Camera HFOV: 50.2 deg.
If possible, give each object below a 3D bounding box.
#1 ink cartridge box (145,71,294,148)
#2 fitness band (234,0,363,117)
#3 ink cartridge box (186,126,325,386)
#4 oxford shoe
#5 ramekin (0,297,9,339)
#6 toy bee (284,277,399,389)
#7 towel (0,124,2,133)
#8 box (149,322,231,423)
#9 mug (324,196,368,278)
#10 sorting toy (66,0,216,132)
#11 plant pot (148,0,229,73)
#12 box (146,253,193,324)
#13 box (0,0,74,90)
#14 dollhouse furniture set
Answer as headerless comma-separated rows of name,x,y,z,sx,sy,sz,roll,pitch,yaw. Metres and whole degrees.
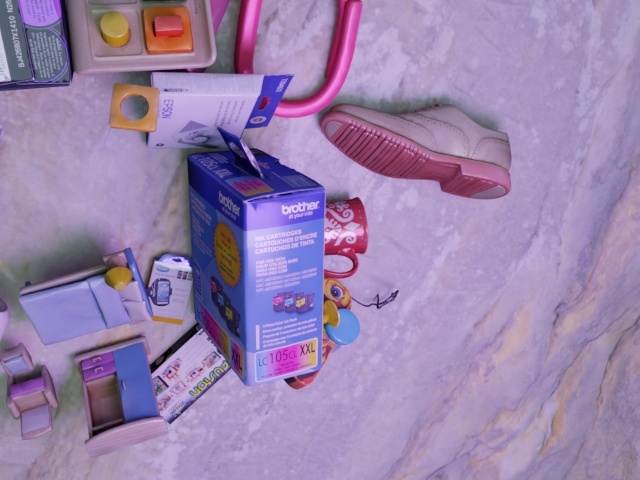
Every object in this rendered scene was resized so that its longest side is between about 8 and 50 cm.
ink cartridge box,-0.172,-0.210,1.133,0.223,0.223,0.045,-5,78,-17
fitness band,-0.042,-0.358,1.192,0.208,0.054,0.291,2,119,-20
ink cartridge box,-0.116,0.006,1.176,0.151,0.270,0.396,-9,115,-28
oxford shoe,0.191,-0.199,1.325,0.396,0.140,0.147,17,71,-18
ramekin,-0.612,0.121,1.107,0.207,0.207,0.109,32,86,-25
toy bee,0.000,0.146,1.362,0.162,0.298,0.195,48,126,1
towel,-0.627,-0.084,1.036,0.209,0.034,0.285,16,73,-22
box,-0.263,0.258,1.359,0.207,0.036,0.114,-42,116,-1
mug,0.000,-0.009,1.298,0.169,0.150,0.113,-6,130,-12
sorting toy,-0.250,-0.323,0.937,0.195,0.047,0.348,-7,84,-9
plant pot,-0.234,-0.372,1.074,0.201,0.201,0.180,36,79,-26
box,-0.288,0.090,1.298,0.081,0.028,0.136,12,102,-22
box,-0.436,-0.310,0.972,0.143,0.270,0.165,-8,110,-16
dollhouse furniture set,-0.414,0.198,1.144,0.286,0.198,0.303,-16,135,-13
